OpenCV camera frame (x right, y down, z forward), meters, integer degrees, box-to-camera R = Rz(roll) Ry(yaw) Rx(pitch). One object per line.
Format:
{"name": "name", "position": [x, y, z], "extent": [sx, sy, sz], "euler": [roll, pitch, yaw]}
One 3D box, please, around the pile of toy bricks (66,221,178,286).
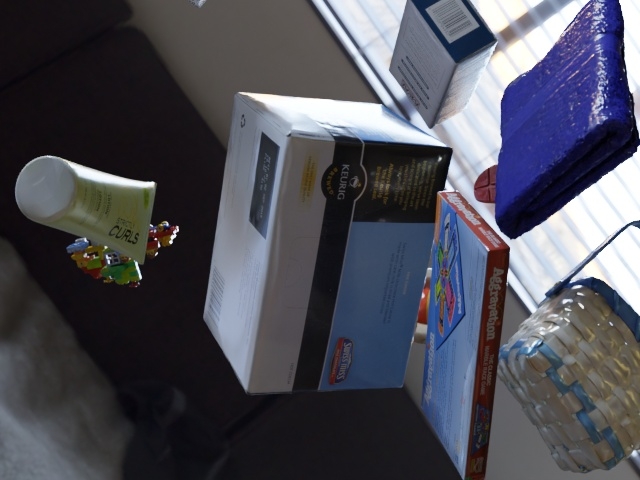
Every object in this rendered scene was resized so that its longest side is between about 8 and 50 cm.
{"name": "pile of toy bricks", "position": [-0.371, 0.039, 1.861], "extent": [0.118, 0.212, 0.105], "euler": [-55, 132, -73]}

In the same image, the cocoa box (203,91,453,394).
{"name": "cocoa box", "position": [0.000, 0.000, 1.320], "extent": [0.231, 0.228, 0.347], "euler": [-134, -130, -59]}

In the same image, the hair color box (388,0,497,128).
{"name": "hair color box", "position": [0.246, -0.382, 2.048], "extent": [0.173, 0.105, 0.347], "euler": [58, -10, 11]}

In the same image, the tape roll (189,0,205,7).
{"name": "tape roll", "position": [-0.204, -0.457, 1.333], "extent": [0.246, 0.169, 0.246], "euler": [41, 7, -6]}

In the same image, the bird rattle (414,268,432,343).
{"name": "bird rattle", "position": [0.202, 0.100, 1.855], "extent": [0.143, 0.254, 0.207], "euler": [92, 9, -48]}

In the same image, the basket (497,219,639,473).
{"name": "basket", "position": [0.383, 0.141, 1.276], "extent": [0.254, 0.289, 0.201], "euler": [57, -14, 5]}

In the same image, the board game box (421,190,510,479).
{"name": "board game box", "position": [0.151, 0.103, 1.058], "extent": [0.145, 0.027, 0.281], "euler": [-121, -151, -60]}

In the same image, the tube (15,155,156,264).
{"name": "tube", "position": [-0.214, -0.033, 0.981], "extent": [0.062, 0.070, 0.240], "euler": [50, 5, 13]}

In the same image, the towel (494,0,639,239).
{"name": "towel", "position": [0.319, -0.160, 1.278], "extent": [0.076, 0.227, 0.308], "euler": [30, 42, -13]}

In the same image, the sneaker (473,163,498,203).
{"name": "sneaker", "position": [0.414, -0.104, 1.908], "extent": [0.128, 0.221, 0.087], "euler": [20, 67, -40]}

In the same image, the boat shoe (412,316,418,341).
{"name": "boat shoe", "position": [0.101, 0.155, 1.574], "extent": [0.190, 0.068, 0.072], "euler": [-8, 93, -51]}
